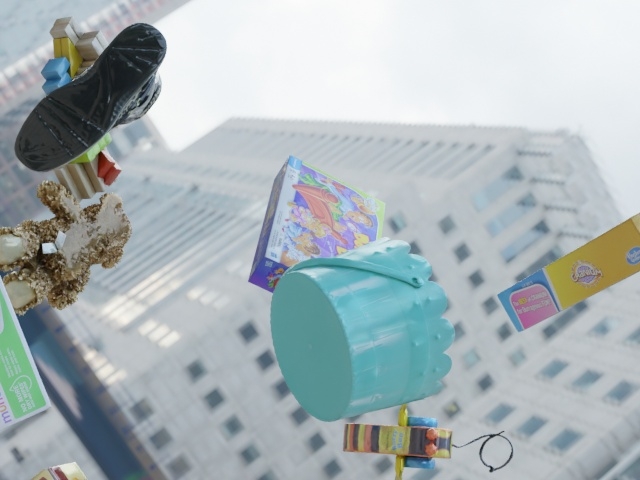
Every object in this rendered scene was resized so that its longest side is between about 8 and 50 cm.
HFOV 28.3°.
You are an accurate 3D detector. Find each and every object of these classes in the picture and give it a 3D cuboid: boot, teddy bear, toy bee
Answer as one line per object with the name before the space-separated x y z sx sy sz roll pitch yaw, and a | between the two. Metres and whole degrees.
boot | -0.286 -0.165 1.640 0.085 0.236 0.178 43 -10 1
teddy bear | -0.518 0.015 2.473 0.113 0.338 0.245 -9 -59 39
toy bee | 0.174 0.349 2.275 0.162 0.298 0.195 39 33 -71

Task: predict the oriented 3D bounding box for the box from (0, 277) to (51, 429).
box | -0.527 0.140 1.899 0.231 0.127 0.262 3 -66 66

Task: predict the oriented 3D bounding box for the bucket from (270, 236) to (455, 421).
bucket | 0.056 0.142 1.980 0.281 0.183 0.281 30 -53 51

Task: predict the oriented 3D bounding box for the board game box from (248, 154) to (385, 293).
board game box | 0.000 0.000 2.550 0.233 0.347 0.078 26 -54 -12

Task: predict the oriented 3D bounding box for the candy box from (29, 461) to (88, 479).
candy box | -0.351 0.414 1.400 0.183 0.316 0.087 52 5 12

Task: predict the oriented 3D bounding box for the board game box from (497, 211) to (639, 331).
board game box | 0.416 0.007 1.717 0.064 0.242 0.316 60 -31 6

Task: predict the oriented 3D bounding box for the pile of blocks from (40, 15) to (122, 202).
pile of blocks | -0.457 -0.255 2.467 0.113 0.149 0.362 -3 -81 30
